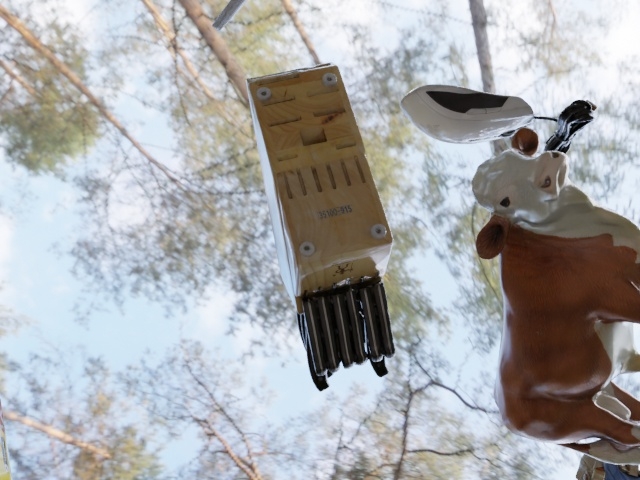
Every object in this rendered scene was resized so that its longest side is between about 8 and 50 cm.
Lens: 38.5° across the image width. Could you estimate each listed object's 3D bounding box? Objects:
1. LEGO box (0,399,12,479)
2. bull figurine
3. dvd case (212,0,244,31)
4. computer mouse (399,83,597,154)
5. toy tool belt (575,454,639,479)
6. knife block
[{"bbox_3d":[-0.481,0.353,0.985,0.193,0.372,0.500,-20,-122,-2],"label":"LEGO box"},{"bbox_3d":[0.205,0.053,0.685,0.189,0.310,0.101,17,-131,24],"label":"bull figurine"},{"bbox_3d":[-0.060,-0.356,1.166,0.018,0.221,0.164,41,-104,-12],"label":"dvd case"},{"bbox_3d":[0.172,-0.114,0.909,0.193,0.106,0.042,5,-108,-10],"label":"computer mouse"},{"bbox_3d":[0.294,0.233,0.887,0.083,0.051,0.052,13,-87,-5],"label":"toy tool belt"},{"bbox_3d":[0.000,0.000,0.907,0.088,0.242,0.275,-13,-112,-9],"label":"knife block"}]
